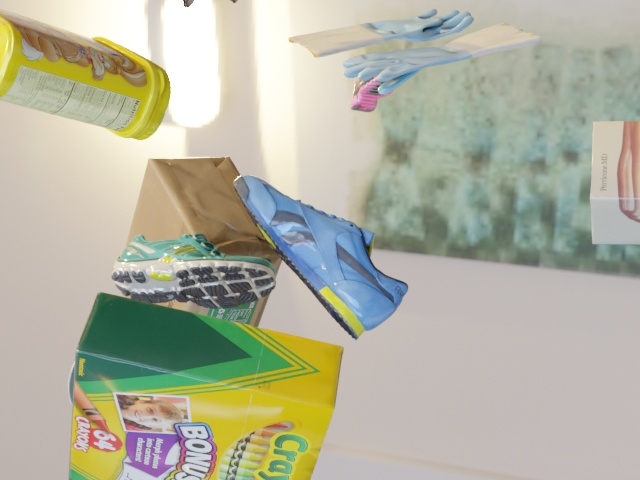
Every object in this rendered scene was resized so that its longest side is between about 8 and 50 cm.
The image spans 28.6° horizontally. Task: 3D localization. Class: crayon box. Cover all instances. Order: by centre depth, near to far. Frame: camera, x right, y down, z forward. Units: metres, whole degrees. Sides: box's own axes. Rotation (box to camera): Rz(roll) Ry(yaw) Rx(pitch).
[{"bbox_3d":[-0.159,0.244,1.633,0.363,0.313,0.106,105,178,-49],"label":"crayon box"}]

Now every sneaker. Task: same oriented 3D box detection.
[{"bbox_3d":[0.000,0.000,1.228,0.082,0.209,0.069,-41,-21,-6],"label":"sneaker"},{"bbox_3d":[0.075,-0.232,1.843,0.119,0.047,0.057,144,134,-64],"label":"sneaker"},{"bbox_3d":[-0.195,0.033,1.953,0.107,0.275,0.110,69,-147,-48],"label":"sneaker"}]

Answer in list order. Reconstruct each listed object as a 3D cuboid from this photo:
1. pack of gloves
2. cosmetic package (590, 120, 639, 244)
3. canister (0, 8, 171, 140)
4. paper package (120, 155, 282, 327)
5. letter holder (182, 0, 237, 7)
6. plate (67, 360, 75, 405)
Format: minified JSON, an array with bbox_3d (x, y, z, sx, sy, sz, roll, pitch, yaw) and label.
[{"bbox_3d":[0.107,-0.217,1.465,0.232,0.195,0.046,-15,-64,-22],"label":"pack of gloves"},{"bbox_3d":[0.546,-0.085,1.834,0.129,0.296,0.153,68,-155,-54],"label":"cosmetic package"},{"bbox_3d":[-0.233,-0.150,1.099,0.170,0.126,0.073,12,-75,-48],"label":"canister"},{"bbox_3d":[-0.228,0.051,2.317,0.168,0.309,0.325,-3,-49,-31],"label":"paper package"},{"bbox_3d":[-0.138,-0.519,1.928,0.214,0.152,0.302,-81,-10,-72],"label":"letter holder"},{"bbox_3d":[-0.367,0.225,2.201,0.188,0.024,0.188,-27,-49,-35],"label":"plate"}]
